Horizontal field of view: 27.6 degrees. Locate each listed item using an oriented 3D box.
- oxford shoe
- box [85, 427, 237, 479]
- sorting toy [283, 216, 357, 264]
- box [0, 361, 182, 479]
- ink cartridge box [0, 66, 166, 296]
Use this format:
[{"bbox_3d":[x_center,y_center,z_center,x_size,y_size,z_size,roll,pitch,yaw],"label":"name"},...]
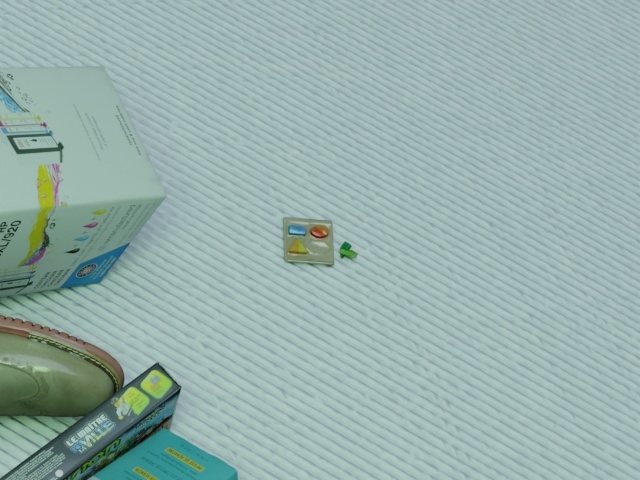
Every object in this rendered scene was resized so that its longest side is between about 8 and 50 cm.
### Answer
[{"bbox_3d":[-0.359,0.148,1.200,0.348,0.123,0.130,2,48,-1],"label":"oxford shoe"},{"bbox_3d":[-0.190,0.265,1.157,0.100,0.060,0.244,23,37,32],"label":"box"},{"bbox_3d":[0.000,0.000,1.461,0.083,0.012,0.062,4,56,-12],"label":"sorting toy"},{"bbox_3d":[-0.222,0.206,1.205,0.036,0.114,0.207,44,58,15],"label":"box"},{"bbox_3d":[-0.311,-0.054,1.274,0.233,0.171,0.168,-8,62,-42],"label":"ink cartridge box"}]
